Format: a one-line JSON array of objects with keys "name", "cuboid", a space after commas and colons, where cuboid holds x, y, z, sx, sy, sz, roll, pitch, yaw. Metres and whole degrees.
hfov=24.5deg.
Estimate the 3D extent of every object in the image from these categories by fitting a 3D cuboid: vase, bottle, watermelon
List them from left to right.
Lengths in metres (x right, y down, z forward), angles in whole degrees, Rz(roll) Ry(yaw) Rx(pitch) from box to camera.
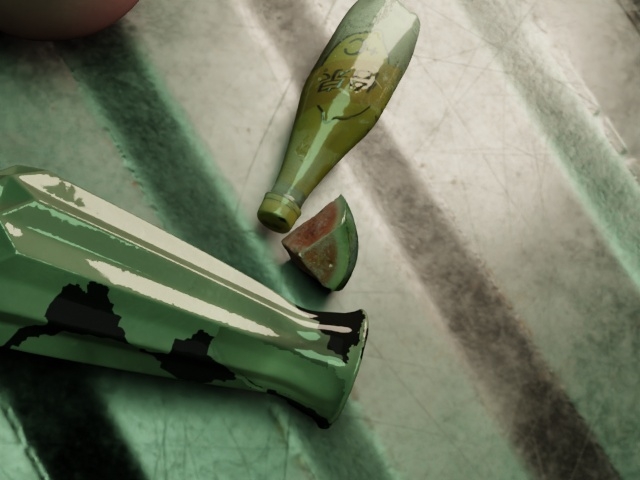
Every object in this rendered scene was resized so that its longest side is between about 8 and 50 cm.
[{"name": "vase", "cuboid": [-0.144, 0.058, 1.300, 0.360, 0.165, 0.165, 20, 65, -11]}, {"name": "watermelon", "cuboid": [0.004, 0.000, 1.387, 0.072, 0.084, 0.092, 9, 87, -20]}, {"name": "bottle", "cuboid": [0.012, -0.124, 1.441, 0.083, 0.083, 0.270, 31, 66, -1]}]

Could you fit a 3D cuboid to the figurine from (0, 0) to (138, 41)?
[{"name": "figurine", "cuboid": [-0.257, -0.294, 1.387, 0.269, 0.261, 0.211, -17, 101, -21]}]
